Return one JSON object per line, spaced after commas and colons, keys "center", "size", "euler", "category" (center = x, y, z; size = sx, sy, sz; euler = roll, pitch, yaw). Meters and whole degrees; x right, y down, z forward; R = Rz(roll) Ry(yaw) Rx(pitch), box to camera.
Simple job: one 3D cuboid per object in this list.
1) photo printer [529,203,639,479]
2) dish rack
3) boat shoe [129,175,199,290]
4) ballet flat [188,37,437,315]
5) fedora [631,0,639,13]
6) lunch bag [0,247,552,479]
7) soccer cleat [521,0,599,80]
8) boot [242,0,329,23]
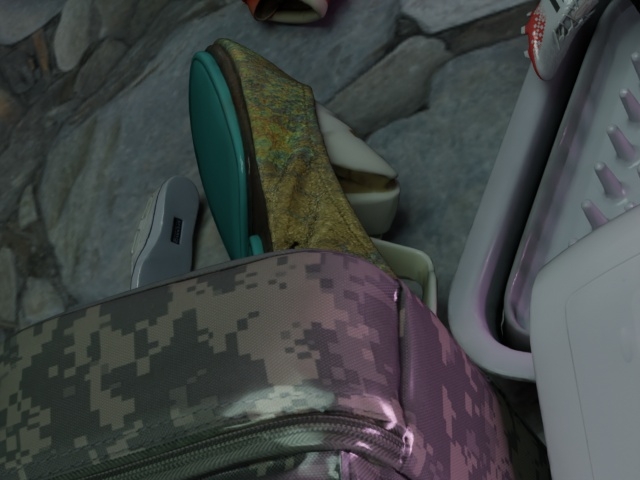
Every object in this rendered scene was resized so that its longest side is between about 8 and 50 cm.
{"center": [0.220, 0.111, 0.728], "size": [0.256, 0.107, 0.308], "euler": [-17, 72, 28], "category": "photo printer"}
{"center": [0.251, -0.027, 0.900], "size": [0.332, 0.072, 0.286], "euler": [6, 63, 32], "category": "dish rack"}
{"center": [-0.102, 0.008, 1.103], "size": [0.035, 0.035, 0.100], "euler": [-27, 47, 48], "category": "boat shoe"}
{"center": [0.000, 0.000, 0.993], "size": [0.123, 0.123, 0.348], "euler": [-29, 36, 9], "category": "ballet flat"}
{"center": [0.253, -0.224, 0.857], "size": [0.152, 0.334, 0.334], "euler": [-18, 43, -23], "category": "fedora"}
{"center": [-0.010, 0.185, 0.743], "size": [0.212, 0.305, 0.256], "euler": [-18, 50, 19], "category": "lunch bag"}
{"center": [0.134, -0.124, 0.972], "size": [0.035, 0.029, 0.083], "euler": [-6, 51, 32], "category": "soccer cleat"}
{"center": [-0.047, -0.189, 1.192], "size": [0.158, 0.059, 0.085], "euler": [12, 70, 33], "category": "boot"}
